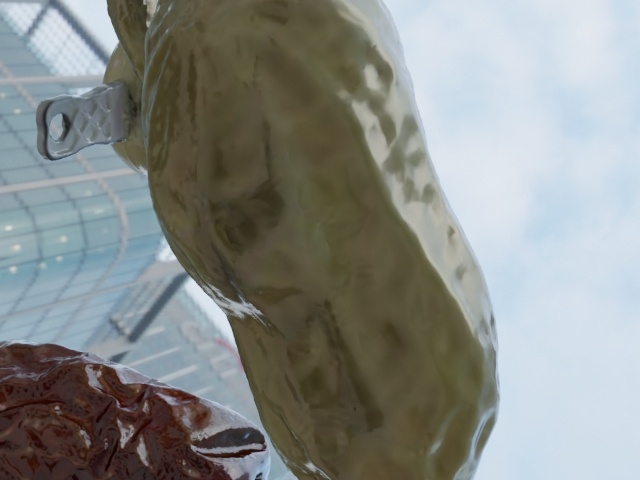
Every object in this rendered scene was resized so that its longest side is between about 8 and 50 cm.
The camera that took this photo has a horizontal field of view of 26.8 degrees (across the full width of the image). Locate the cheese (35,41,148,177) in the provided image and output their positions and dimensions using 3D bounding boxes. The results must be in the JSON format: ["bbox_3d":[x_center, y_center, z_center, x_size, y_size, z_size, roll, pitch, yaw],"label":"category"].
[{"bbox_3d":[-0.146,-0.100,1.145,0.071,0.249,0.163,13,-49,29],"label":"cheese"}]

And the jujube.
[{"bbox_3d":[-0.209,0.196,1.177,0.342,0.216,0.216,8,-78,20],"label":"jujube"}]

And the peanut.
[{"bbox_3d":[0.000,0.000,0.686,0.152,0.152,0.313,-14,-79,31],"label":"peanut"}]

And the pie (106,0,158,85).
[{"bbox_3d":[-0.094,-0.185,1.000,0.052,0.218,0.185,-13,-79,27],"label":"pie"}]
